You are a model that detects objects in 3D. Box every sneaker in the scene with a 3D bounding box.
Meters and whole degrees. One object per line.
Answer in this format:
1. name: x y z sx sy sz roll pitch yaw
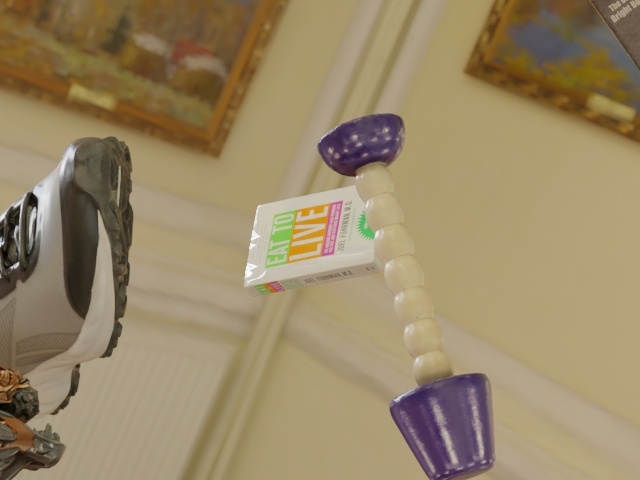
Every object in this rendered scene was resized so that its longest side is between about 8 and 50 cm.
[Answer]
1. sneaker: -0.175 0.028 0.869 0.108 0.100 0.271 12 -33 -20

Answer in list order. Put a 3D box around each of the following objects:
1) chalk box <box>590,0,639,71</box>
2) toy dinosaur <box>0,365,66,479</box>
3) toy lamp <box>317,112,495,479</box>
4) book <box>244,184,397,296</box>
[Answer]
1. chalk box: 0.357 -0.276 1.524 0.213 0.132 0.132 56 40 1
2. toy dinosaur: -0.250 0.179 0.700 0.218 0.322 0.164 50 -18 12
3. toy lamp: 0.066 0.044 1.114 0.080 0.080 0.274 13 55 -56
4. book: 0.000 0.000 1.428 0.144 0.096 0.035 -12 -41 29
